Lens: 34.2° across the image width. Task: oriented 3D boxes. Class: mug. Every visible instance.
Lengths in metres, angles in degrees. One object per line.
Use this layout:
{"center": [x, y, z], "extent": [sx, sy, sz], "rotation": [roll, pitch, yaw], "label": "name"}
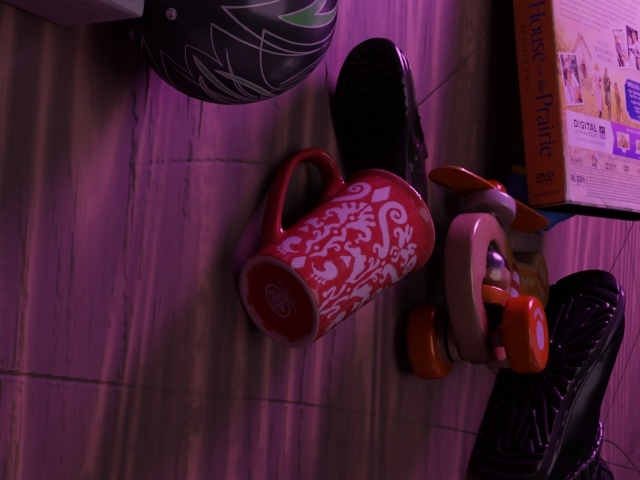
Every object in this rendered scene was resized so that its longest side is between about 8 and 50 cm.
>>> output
{"center": [-0.001, 0.008, 0.956], "extent": [0.169, 0.150, 0.113], "rotation": [-37, 157, -42], "label": "mug"}

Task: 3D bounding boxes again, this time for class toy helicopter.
{"center": [0.214, 0.034, 1.247], "extent": [0.355, 0.140, 0.235], "rotation": [3, 80, -65], "label": "toy helicopter"}

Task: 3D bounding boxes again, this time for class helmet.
{"center": [-0.066, -0.181, 0.779], "extent": [0.169, 0.169, 0.162], "rotation": [24, 56, -52], "label": "helmet"}

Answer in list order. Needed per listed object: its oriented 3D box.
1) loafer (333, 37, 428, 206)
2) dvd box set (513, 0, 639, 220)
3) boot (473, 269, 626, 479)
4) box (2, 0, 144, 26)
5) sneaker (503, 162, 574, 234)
{"center": [0.067, -0.098, 1.054], "extent": [0.078, 0.080, 0.220], "rotation": [-39, 129, -58], "label": "loafer"}
{"center": [0.355, -0.242, 1.366], "extent": [0.307, 0.062, 0.421], "rotation": [2, 82, -49], "label": "dvd box set"}
{"center": [0.344, 0.240, 1.398], "extent": [0.260, 0.131, 0.348], "rotation": [47, 66, -37], "label": "boot"}
{"center": [-0.174, -0.207, 0.688], "extent": [0.102, 0.087, 0.101], "rotation": [17, 78, -54], "label": "box"}
{"center": [0.301, -0.047, 1.388], "extent": [0.209, 0.069, 0.082], "rotation": [9, 95, -54], "label": "sneaker"}
